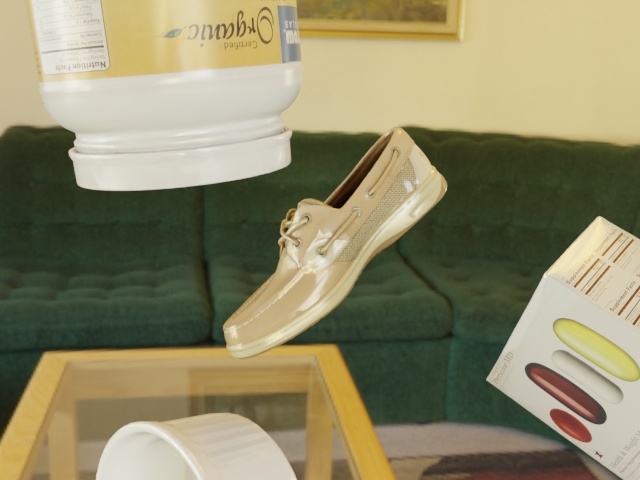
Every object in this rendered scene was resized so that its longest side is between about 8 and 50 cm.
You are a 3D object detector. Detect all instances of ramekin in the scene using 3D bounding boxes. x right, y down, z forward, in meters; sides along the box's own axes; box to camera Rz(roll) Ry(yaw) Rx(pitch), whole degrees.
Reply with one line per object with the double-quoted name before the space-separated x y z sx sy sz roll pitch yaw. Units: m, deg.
"ramekin" -0.139 0.337 0.909 0.277 0.277 0.135 16 15 43

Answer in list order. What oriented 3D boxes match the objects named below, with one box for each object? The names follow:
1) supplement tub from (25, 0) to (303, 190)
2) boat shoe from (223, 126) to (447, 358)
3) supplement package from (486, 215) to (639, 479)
"supplement tub" -0.085 -0.136 0.419 0.145 0.199 0.144 -5 14 1
"boat shoe" 0.000 0.000 0.929 0.341 0.110 0.122 -43 16 -17
"supplement package" 0.334 0.123 0.866 0.203 0.194 0.149 35 46 22
